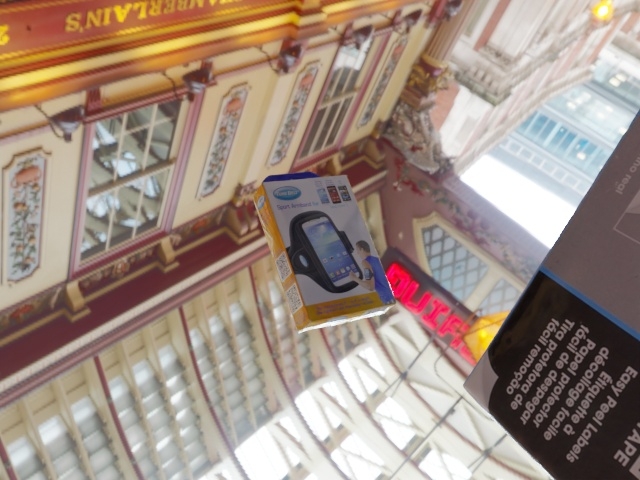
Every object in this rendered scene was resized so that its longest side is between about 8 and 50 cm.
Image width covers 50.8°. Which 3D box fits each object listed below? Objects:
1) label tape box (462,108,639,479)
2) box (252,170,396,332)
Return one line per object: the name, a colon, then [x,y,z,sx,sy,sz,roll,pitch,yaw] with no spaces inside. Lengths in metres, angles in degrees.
label tape box: [0.258,0.074,0.278,0.115,0.249,0.347,19,-163,-37]
box: [0.000,0.000,0.541,0.081,0.028,0.136,-9,-110,-31]
